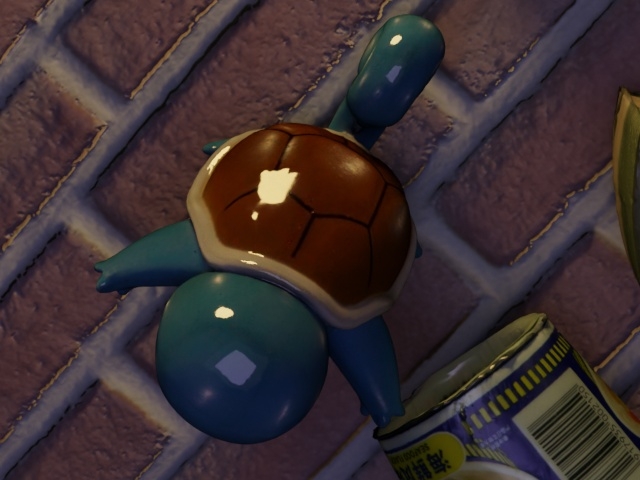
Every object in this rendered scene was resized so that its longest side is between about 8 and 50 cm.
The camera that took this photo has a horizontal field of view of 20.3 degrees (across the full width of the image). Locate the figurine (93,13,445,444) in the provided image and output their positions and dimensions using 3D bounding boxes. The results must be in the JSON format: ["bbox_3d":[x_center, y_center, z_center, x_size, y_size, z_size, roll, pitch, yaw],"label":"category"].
[{"bbox_3d":[-0.010,0.005,1.560,0.298,0.243,0.416,32,66,-8],"label":"figurine"}]

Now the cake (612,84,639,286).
[{"bbox_3d":[0.392,-0.022,1.567,0.283,0.158,0.172,9,106,0],"label":"cake"}]

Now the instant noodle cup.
[{"bbox_3d":[0.211,0.245,1.605,0.284,0.284,0.312,-35,92,13],"label":"instant noodle cup"}]
